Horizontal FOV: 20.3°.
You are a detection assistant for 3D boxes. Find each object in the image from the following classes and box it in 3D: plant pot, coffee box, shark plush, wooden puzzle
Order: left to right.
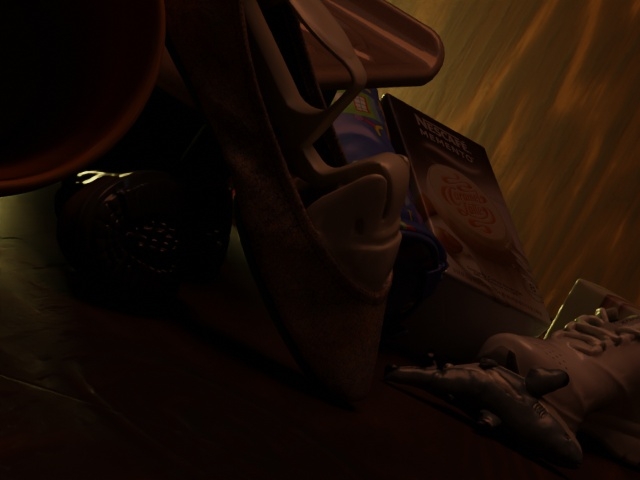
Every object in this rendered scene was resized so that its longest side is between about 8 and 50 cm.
[{"bbox_3d":[-0.217,-0.122,1.105,0.205,0.205,0.188,28,-12,-15],"label":"plant pot"},{"bbox_3d":[-0.109,-0.181,1.352,0.322,0.080,0.348,33,23,19],"label":"wooden puzzle"},{"bbox_3d":[0.103,-0.004,1.659,0.141,0.098,0.246,26,32,-34],"label":"coffee box"},{"bbox_3d":[0.127,0.119,1.340,0.161,0.073,0.067,32,33,-24],"label":"shark plush"}]

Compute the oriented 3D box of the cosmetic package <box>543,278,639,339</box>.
[{"bbox_3d":[0.394,0.172,1.949,0.296,0.129,0.153,31,6,32],"label":"cosmetic package"}]

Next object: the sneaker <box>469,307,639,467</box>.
[{"bbox_3d":[0.233,0.112,1.595,0.111,0.129,0.297,34,7,34],"label":"sneaker"}]

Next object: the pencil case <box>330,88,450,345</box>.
[{"bbox_3d":[0.020,-0.056,1.562,0.133,0.119,0.306,5,41,-24],"label":"pencil case"}]

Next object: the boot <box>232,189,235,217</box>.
[{"bbox_3d":[-0.066,-0.042,2.014,0.158,0.059,0.084,13,18,-46],"label":"boot"}]

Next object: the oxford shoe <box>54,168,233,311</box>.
[{"bbox_3d":[-0.124,-0.005,1.078,0.096,0.082,0.227,10,1,10],"label":"oxford shoe"}]

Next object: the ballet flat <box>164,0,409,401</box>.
[{"bbox_3d":[-0.010,-0.056,1.092,0.316,0.106,0.107,66,25,-4],"label":"ballet flat"}]

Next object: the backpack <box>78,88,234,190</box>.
[{"bbox_3d":[-0.141,-0.110,1.515,0.188,0.166,0.144,35,4,27],"label":"backpack"}]
